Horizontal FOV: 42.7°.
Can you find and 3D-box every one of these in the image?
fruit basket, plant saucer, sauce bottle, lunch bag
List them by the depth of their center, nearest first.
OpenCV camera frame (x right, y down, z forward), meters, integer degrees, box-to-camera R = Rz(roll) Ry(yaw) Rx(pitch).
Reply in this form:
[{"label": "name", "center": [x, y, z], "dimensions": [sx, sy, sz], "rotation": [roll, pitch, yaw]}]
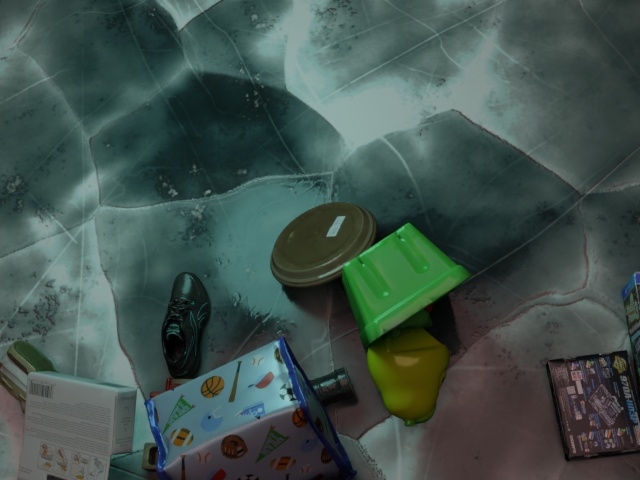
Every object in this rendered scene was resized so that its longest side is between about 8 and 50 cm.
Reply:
[{"label": "lunch bag", "center": [-0.126, 0.444, 1.693], "dimensions": [0.328, 0.385, 0.238], "rotation": [-23, 43, 1]}, {"label": "fruit basket", "center": [0.196, 0.186, 1.750], "dimensions": [0.283, 0.392, 0.392], "rotation": [-33, 69, -4]}, {"label": "sauce bottle", "center": [-0.093, 0.379, 1.849], "dimensions": [0.345, 0.111, 0.111], "rotation": [-20, 69, 2]}, {"label": "plant saucer", "center": [0.000, 0.000, 1.933], "dimensions": [0.278, 0.041, 0.277], "rotation": [-20, 35, 15]}]

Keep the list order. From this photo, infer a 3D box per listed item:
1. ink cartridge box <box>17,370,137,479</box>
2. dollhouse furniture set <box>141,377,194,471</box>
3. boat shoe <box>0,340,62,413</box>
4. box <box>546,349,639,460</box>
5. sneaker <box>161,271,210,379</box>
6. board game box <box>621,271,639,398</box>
[{"label": "ink cartridge box", "center": [-0.530, 0.429, 1.764], "dimensions": [0.296, 0.066, 0.261], "rotation": [3, 86, 35]}, {"label": "dollhouse furniture set", "center": [-0.372, 0.481, 1.805], "dimensions": [0.152, 0.201, 0.373], "rotation": [-2, 69, 10]}, {"label": "boat shoe", "center": [-0.647, 0.375, 1.942], "dimensions": [0.302, 0.113, 0.103], "rotation": [42, 101, 17]}, {"label": "box", "center": [0.603, 0.359, 1.788], "dimensions": [0.175, 0.051, 0.220], "rotation": [-9, 69, 5]}, {"label": "sneaker", "center": [-0.325, 0.194, 1.953], "dimensions": [0.101, 0.106, 0.267], "rotation": [-6, 67, 8]}, {"label": "board game box", "center": [0.801, 0.216, 1.763], "dimensions": [0.232, 0.141, 0.290], "rotation": [-4, 70, 7]}]
